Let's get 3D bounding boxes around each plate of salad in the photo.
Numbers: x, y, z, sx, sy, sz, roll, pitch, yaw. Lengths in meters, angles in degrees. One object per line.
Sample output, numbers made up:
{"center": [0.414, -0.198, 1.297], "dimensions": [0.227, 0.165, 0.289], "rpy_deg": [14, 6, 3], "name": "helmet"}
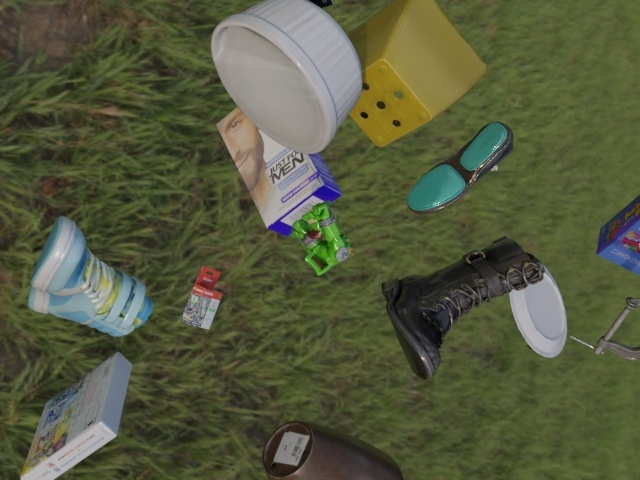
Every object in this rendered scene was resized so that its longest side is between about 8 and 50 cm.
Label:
{"center": [0.412, 0.129, 1.602], "dimensions": [0.200, 0.048, 0.200], "rpy_deg": [21, 59, -41], "name": "plate of salad"}

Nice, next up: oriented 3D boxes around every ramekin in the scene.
{"center": [-0.048, -0.291, 1.416], "dimensions": [0.127, 0.273, 0.273], "rpy_deg": [-46, 133, -22], "name": "ramekin"}

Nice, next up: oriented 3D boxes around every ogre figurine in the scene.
{"center": [0.000, 0.000, 1.627], "dimensions": [0.097, 0.197, 0.118], "rpy_deg": [-27, 86, -40], "name": "ogre figurine"}

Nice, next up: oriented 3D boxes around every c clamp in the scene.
{"center": [0.549, 0.158, 1.491], "dimensions": [0.160, 0.137, 0.022], "rpy_deg": [-62, 178, 36], "name": "c clamp"}

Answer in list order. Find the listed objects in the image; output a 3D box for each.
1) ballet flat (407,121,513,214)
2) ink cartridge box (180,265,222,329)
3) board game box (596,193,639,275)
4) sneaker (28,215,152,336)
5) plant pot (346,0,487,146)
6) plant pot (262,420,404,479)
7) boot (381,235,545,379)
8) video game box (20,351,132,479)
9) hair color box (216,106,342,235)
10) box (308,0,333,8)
{"center": [0.231, -0.109, 1.345], "dimensions": [0.074, 0.203, 0.074], "rpy_deg": [45, 14, -14], "name": "ballet flat"}
{"center": [-0.225, 0.113, 1.631], "dimensions": [0.063, 0.029, 0.115], "rpy_deg": [25, 86, -57], "name": "ink cartridge box"}
{"center": [0.781, 0.019, 1.693], "dimensions": [0.078, 0.347, 0.233], "rpy_deg": [-68, -174, -34], "name": "board game box"}
{"center": [-0.373, 0.068, 1.405], "dimensions": [0.208, 0.319, 0.127], "rpy_deg": [21, 68, -14], "name": "sneaker"}
{"center": [0.145, -0.301, 1.543], "dimensions": [0.212, 0.212, 0.187], "rpy_deg": [47, 47, -18], "name": "plant pot"}
{"center": [0.004, 0.422, 1.492], "dimensions": [0.230, 0.215, 0.215], "rpy_deg": [49, 51, -38], "name": "plant pot"}
{"center": [0.210, 0.077, 1.189], "dimensions": [0.263, 0.229, 0.091], "rpy_deg": [-99, 167, -66], "name": "boot"}
{"center": [-0.425, 0.314, 1.466], "dimensions": [0.048, 0.187, 0.205], "rpy_deg": [51, 14, -24], "name": "video game box"}
{"center": [-0.108, -0.204, 2.072], "dimensions": [0.110, 0.185, 0.339], "rpy_deg": [24, 33, -57], "name": "hair color box"}
{"center": [-0.042, -0.497, 1.447], "dimensions": [0.158, 0.093, 0.156], "rpy_deg": [-87, 159, -53], "name": "box"}
